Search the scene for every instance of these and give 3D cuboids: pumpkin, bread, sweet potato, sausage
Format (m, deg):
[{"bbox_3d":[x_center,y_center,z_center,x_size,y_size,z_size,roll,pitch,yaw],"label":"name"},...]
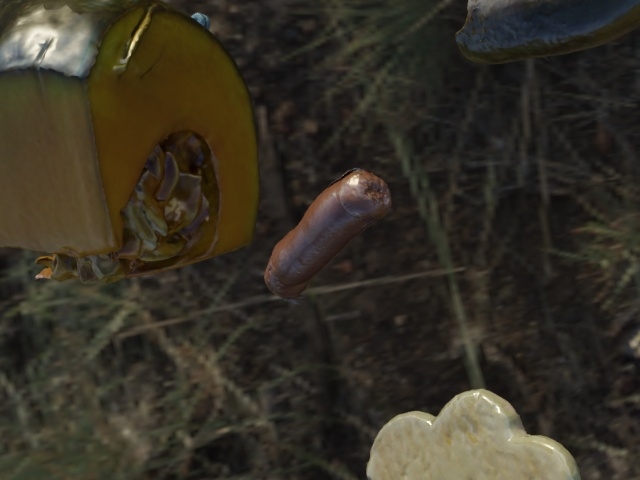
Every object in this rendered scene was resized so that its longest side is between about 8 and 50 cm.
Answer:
[{"bbox_3d":[-0.203,-0.090,1.557,0.225,0.303,0.256,2,89,28],"label":"pumpkin"},{"bbox_3d":[0.133,0.291,1.683,0.316,0.054,0.316,-11,74,42],"label":"bread"},{"bbox_3d":[0.201,-0.182,1.329,0.243,0.077,0.077,-15,87,35],"label":"sweet potato"},{"bbox_3d":[0.000,0.000,1.218,0.042,0.036,0.158,47,144,5],"label":"sausage"}]

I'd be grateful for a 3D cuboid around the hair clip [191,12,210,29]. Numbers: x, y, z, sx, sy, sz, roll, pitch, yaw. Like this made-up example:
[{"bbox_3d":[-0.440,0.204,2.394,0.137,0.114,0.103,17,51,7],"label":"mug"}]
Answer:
[{"bbox_3d":[-0.218,-0.147,2.023,0.048,0.083,0.275,32,74,33],"label":"hair clip"}]
